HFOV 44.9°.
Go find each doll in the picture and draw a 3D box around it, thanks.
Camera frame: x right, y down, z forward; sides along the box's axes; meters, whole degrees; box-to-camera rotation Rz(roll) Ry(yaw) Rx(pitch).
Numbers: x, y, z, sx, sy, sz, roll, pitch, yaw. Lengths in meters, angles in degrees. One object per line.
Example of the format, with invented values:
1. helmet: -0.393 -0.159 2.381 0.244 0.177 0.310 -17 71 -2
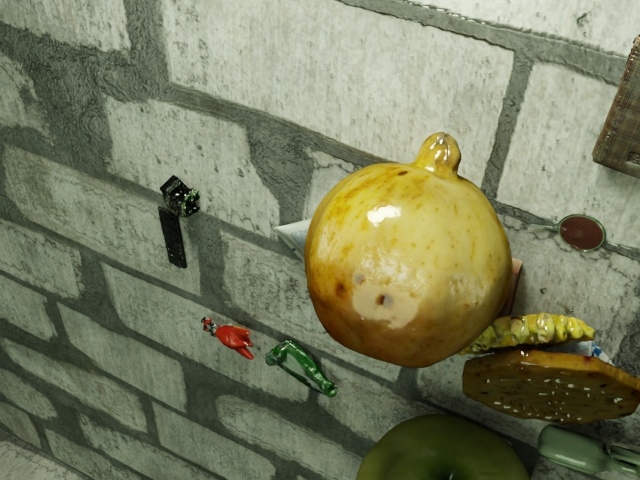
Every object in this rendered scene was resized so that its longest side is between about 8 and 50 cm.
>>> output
1. doll: -0.257 0.260 2.122 0.169 0.057 0.109 16 133 22

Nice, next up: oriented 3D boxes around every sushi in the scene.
1. sushi: -0.332 -0.095 1.840 0.084 0.056 0.083 27 139 13

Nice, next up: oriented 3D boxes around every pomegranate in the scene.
1. pomegranate: 0.158 0.010 1.357 0.409 0.410 0.410 20 137 20

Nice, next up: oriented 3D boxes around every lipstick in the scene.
1. lipstick: 0.364 0.097 1.531 0.045 0.045 0.145 17 136 18

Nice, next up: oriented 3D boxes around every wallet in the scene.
1. wallet: 0.497 -0.191 1.163 0.124 0.042 0.230 25 138 19

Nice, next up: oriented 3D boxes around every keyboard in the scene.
1. keyboard: -0.381 -0.004 1.994 0.060 0.018 0.196 21 137 23

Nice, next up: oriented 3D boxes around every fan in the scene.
1. fan: 0.445 -0.018 1.393 0.133 0.005 0.085 10 134 27

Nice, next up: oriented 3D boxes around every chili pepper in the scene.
1. chili pepper: -0.044 0.340 2.045 0.216 0.062 0.108 32 140 4

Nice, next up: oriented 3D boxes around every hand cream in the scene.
1. hand cream: 0.000 0.000 1.689 0.133 0.083 0.247 51 149 -15

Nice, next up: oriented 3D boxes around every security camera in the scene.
1. security camera: 0.611 0.463 1.632 0.301 0.080 0.157 10 170 30

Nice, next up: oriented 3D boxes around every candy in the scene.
1. candy: 0.498 0.259 1.568 0.160 0.073 0.092 -19 123 45

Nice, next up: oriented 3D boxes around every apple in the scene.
1. apple: 0.283 0.649 1.816 0.473 0.474 0.474 20 137 20

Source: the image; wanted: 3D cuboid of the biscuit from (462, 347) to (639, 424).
1. biscuit: 0.444 0.291 1.501 0.358 0.046 0.359 8 152 4

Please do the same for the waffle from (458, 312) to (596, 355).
1. waffle: 0.363 0.180 1.485 0.309 0.065 0.283 -12 165 27
